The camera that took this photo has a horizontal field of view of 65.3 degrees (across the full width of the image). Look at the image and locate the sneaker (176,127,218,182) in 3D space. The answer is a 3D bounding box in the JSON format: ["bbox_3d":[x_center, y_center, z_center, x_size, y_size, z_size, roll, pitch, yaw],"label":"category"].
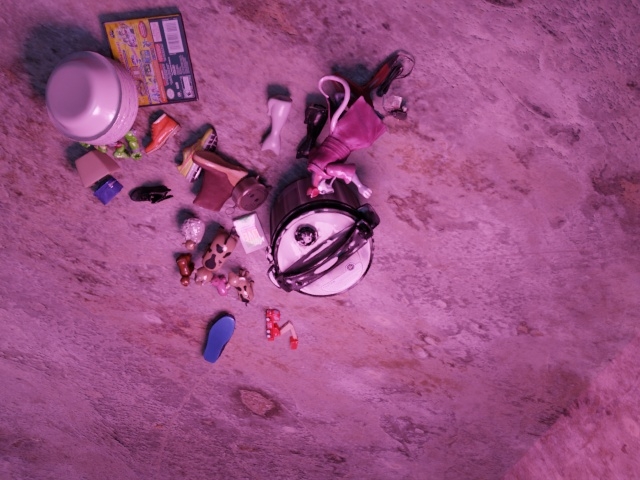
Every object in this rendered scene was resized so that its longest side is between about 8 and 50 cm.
[{"bbox_3d":[-0.442,-0.314,1.771,0.094,0.081,0.208,33,97,8],"label":"sneaker"}]

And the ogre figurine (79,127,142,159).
[{"bbox_3d":[-0.709,-0.351,1.714,0.197,0.096,0.118,26,123,-5],"label":"ogre figurine"}]

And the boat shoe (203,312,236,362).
[{"bbox_3d":[-0.431,0.399,2.115,0.109,0.089,0.258,32,114,-6],"label":"boat shoe"}]

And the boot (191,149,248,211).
[{"bbox_3d":[-0.395,-0.200,1.778,0.207,0.090,0.248,-47,144,19],"label":"boot"}]

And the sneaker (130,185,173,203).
[{"bbox_3d":[-0.616,-0.164,1.816,0.170,0.089,0.051,-11,116,-1],"label":"sneaker"}]

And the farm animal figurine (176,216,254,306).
[{"bbox_3d":[-0.392,0.100,1.899,0.331,0.172,0.326,16,117,-6],"label":"farm animal figurine"}]

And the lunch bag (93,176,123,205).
[{"bbox_3d":[-0.766,-0.185,1.802,0.098,0.067,0.065,-39,114,13],"label":"lunch bag"}]

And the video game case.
[{"bbox_3d":[-0.554,-0.587,1.649,0.249,0.035,0.274,-8,117,-3],"label":"video game case"}]

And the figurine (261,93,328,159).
[{"bbox_3d":[-0.097,-0.389,1.769,0.215,0.092,0.209,11,118,-10],"label":"figurine"}]

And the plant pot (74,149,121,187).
[{"bbox_3d":[-0.788,-0.258,1.748,0.109,0.109,0.096,-29,105,8],"label":"plant pot"}]

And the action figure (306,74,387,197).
[{"bbox_3d":[0.058,-0.301,1.628,0.370,0.248,0.276,-59,143,-10],"label":"action figure"}]

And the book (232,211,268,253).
[{"bbox_3d":[-0.272,-0.031,1.952,0.096,0.035,0.144,-20,115,0],"label":"book"}]

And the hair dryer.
[{"bbox_3d":[0.174,-0.537,1.744,0.294,0.080,0.223,1,101,-13],"label":"hair dryer"}]

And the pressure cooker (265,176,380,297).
[{"bbox_3d":[-0.005,-0.003,1.776,0.376,0.420,0.369,8,114,-10],"label":"pressure cooker"}]

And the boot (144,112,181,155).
[{"bbox_3d":[-0.569,-0.370,1.743,0.158,0.059,0.084,-43,110,5],"label":"boot"}]

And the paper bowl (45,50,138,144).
[{"bbox_3d":[-0.736,-0.450,1.573,0.285,0.148,0.284,1,94,15],"label":"paper bowl"}]

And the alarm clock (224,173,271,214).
[{"bbox_3d":[-0.272,-0.154,1.837,0.192,0.064,0.129,-37,150,4],"label":"alarm clock"}]

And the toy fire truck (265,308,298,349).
[{"bbox_3d":[-0.165,0.382,2.152,0.135,0.047,0.192,-2,115,-5],"label":"toy fire truck"}]
